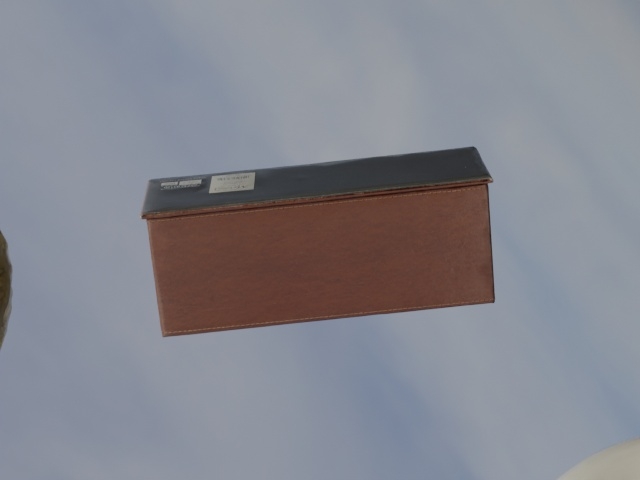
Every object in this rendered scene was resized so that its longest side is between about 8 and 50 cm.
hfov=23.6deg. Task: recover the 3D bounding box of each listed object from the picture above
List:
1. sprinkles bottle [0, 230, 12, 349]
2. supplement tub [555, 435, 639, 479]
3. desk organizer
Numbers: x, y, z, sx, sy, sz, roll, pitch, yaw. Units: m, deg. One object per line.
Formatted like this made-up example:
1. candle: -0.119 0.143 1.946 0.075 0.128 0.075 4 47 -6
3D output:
1. sprinkles bottle: -0.328 0.003 0.793 0.355 0.121 0.121 12 173 30
2. supplement tub: 0.225 0.303 0.908 0.241 0.241 0.331 -109 12 -50
3. desk organizer: 0.000 0.000 0.587 0.047 0.130 0.050 -98 2 -72
